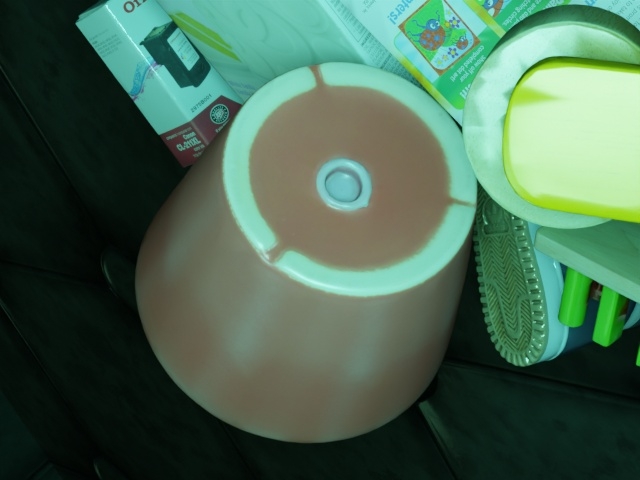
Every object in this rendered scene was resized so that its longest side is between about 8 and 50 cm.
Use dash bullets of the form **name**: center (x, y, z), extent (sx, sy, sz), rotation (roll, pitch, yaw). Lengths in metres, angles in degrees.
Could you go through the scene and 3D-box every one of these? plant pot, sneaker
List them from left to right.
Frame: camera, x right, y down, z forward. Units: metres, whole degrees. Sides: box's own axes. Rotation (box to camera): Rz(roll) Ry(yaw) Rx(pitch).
- **plant pot**: center (0.000, 0.000, 1.404), extent (0.275, 0.275, 0.243), rotation (43, 156, 8)
- **sneaker**: center (0.200, -0.050, 1.423), extent (0.099, 0.153, 0.282), rotation (3, 100, 58)

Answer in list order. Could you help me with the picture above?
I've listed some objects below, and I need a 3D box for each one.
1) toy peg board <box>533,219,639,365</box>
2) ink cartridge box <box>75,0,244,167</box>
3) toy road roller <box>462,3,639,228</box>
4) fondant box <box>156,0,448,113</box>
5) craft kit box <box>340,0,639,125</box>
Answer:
- **toy peg board**: center (0.264, 0.030, 1.323), extent (0.161, 0.160, 0.079), rotation (30, 129, 32)
- **ink cartridge box**: center (-0.124, -0.178, 1.668), extent (0.175, 0.127, 0.072), rotation (53, 152, -13)
- **toy road roller**: center (0.253, -0.126, 0.992), extent (0.329, 0.202, 0.241), rotation (5, 102, 8)
- **fondant box**: center (-0.050, -0.229, 1.444), extent (0.238, 0.096, 0.330), rotation (14, 152, 48)
- **craft kit box**: center (0.161, -0.177, 1.241), extent (0.247, 0.061, 0.250), rotation (48, 133, 3)
